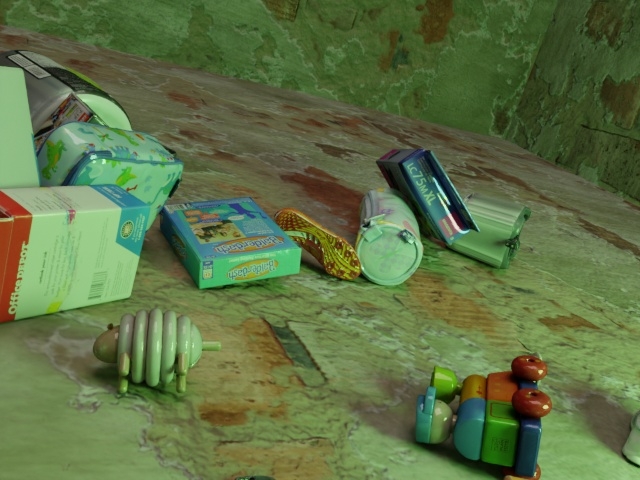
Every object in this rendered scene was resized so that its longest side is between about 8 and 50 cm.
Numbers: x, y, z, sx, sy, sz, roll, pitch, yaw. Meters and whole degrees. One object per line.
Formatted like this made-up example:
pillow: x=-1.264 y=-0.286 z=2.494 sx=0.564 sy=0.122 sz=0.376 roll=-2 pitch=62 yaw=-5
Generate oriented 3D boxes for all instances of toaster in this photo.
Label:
toaster: x=0.362 y=-0.023 z=1.515 sx=0.146 sy=0.129 sz=0.227 roll=19 pitch=21 yaw=18

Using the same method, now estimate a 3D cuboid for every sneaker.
sneaker: x=0.000 y=0.000 z=1.175 sx=0.175 sy=0.064 sz=0.067 roll=40 pitch=10 yaw=-7
sneaker: x=0.446 y=0.249 z=0.932 sx=0.053 sy=0.061 sz=0.152 roll=24 pitch=19 yaw=24

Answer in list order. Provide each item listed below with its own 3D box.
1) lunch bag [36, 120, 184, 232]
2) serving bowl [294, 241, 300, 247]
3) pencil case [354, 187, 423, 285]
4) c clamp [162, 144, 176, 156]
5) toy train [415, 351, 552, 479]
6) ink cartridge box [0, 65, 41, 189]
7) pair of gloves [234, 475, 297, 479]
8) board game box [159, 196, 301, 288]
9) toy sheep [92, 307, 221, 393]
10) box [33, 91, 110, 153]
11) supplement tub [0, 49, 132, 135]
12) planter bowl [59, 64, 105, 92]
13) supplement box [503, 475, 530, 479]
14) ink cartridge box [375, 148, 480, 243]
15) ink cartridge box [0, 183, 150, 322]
lunch bag: x=-0.304 y=-0.067 z=0.970 sx=0.090 sy=0.176 sz=0.219 roll=43 pitch=17 yaw=17
serving bowl: x=-0.077 y=0.013 z=1.181 sx=0.083 sy=0.027 sz=0.083 roll=16 pitch=18 yaw=-5
pencil case: x=0.121 y=-0.015 z=1.296 sx=0.124 sy=0.113 sz=0.273 roll=39 pitch=17 yaw=-6
c clamp: x=-0.403 y=-0.211 z=1.538 sx=0.160 sy=0.022 sz=0.137 roll=23 pitch=15 yaw=20
toy train: x=0.199 y=0.185 z=0.859 sx=0.143 sy=0.105 sz=0.248 roll=7 pitch=17 yaw=13
ink cartridge box: x=-0.486 y=-0.107 z=0.828 sx=0.232 sy=0.171 sz=0.168 roll=-4 pitch=8 yaw=26
pair of gloves: x=-0.042 y=0.238 z=0.619 sx=0.074 sy=0.010 sz=0.083 roll=7 pitch=21 yaw=-27
board game box: x=-0.146 y=-0.003 z=1.095 sx=0.160 sy=0.047 sz=0.210 roll=-7 pitch=28 yaw=-26
toy sheep: x=-0.172 y=0.114 z=0.739 sx=0.132 sy=0.091 sz=0.091 roll=6 pitch=22 yaw=-16
box: x=-0.395 y=-0.109 z=0.996 sx=0.114 sy=0.207 sz=0.036 roll=38 pitch=-4 yaw=47
supplement tub: x=-0.481 y=-0.211 z=1.202 sx=0.193 sy=0.194 sz=0.316 roll=-4 pitch=28 yaw=-47
planter bowl: x=-0.550 y=-0.276 z=1.424 sx=0.217 sy=0.090 sz=0.217 roll=9 pitch=-16 yaw=3
supplement box: x=0.202 y=0.300 z=0.558 sx=0.080 sy=0.078 sz=0.233 roll=17 pitch=19 yaw=-9
ink cartridge box: x=0.207 y=-0.094 z=1.413 sx=0.186 sy=0.065 sz=0.311 roll=58 pitch=-4 yaw=-10
ink cartridge box: x=-0.323 y=0.012 z=0.812 sx=0.078 sy=0.134 sz=0.231 roll=30 pitch=22 yaw=31
